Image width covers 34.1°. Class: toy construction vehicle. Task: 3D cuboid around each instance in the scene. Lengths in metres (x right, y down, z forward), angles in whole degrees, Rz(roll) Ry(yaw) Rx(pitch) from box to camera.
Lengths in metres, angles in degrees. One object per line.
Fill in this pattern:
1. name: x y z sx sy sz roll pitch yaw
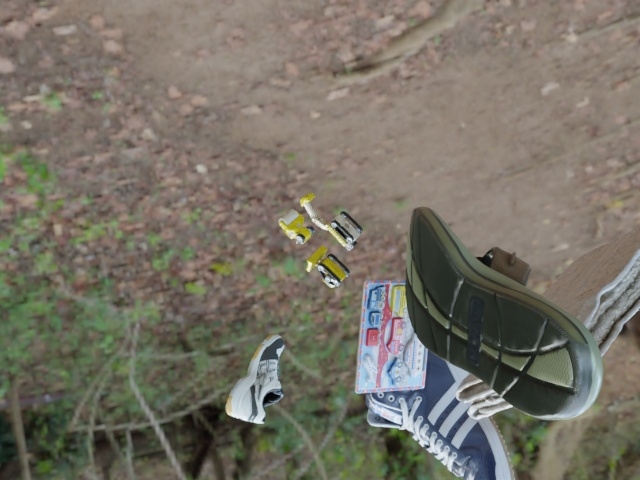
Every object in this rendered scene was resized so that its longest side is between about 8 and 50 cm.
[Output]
1. toy construction vehicle: 0.000 0.000 1.167 0.086 0.098 0.035 -47 180 -40

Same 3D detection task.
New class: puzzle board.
1. puzzle board: 0.086 0.109 1.185 0.096 0.128 0.011 1 -173 -31

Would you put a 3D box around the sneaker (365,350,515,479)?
1. sneaker: 0.154 0.262 1.431 0.153 0.282 0.099 -12 144 -11

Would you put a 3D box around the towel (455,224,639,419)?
1. towel: 0.266 0.071 1.086 0.282 0.049 0.187 -41 -178 -33

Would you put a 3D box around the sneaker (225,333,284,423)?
1. sneaker: -0.043 0.112 0.833 0.037 0.083 0.032 21 141 11

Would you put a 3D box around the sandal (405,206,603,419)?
1. sandal: 0.160 0.064 0.939 0.086 0.303 0.120 -7 118 -25
